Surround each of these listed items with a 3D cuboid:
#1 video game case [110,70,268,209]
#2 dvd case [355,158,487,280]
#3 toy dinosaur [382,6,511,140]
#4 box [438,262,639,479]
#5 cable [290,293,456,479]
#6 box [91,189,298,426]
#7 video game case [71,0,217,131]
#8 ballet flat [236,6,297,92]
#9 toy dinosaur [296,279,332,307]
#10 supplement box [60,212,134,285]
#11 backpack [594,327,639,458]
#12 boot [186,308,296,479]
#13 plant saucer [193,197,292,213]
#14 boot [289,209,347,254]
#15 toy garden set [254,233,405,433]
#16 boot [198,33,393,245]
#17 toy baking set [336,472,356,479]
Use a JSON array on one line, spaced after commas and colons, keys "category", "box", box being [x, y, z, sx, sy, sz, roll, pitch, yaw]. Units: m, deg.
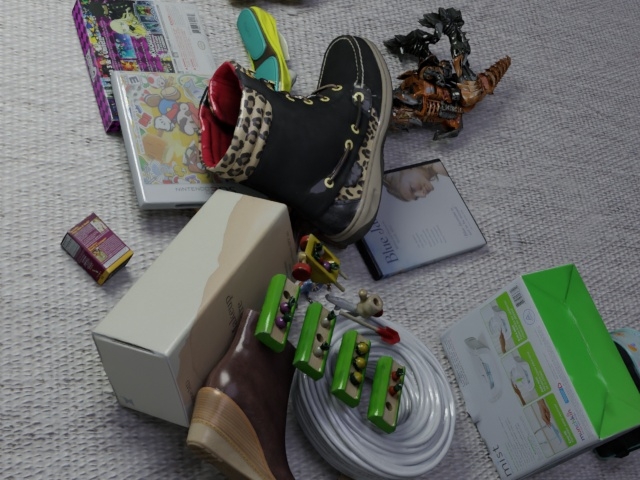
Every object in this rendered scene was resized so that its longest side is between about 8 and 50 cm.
[{"category": "video game case", "box": [-0.198, -0.154, 1.603, 0.206, 0.026, 0.227, -3, 65, -32]}, {"category": "dvd case", "box": [0.150, -0.041, 1.793, 0.253, 0.022, 0.180, -15, 71, -36]}, {"category": "toy dinosaur", "box": [0.223, -0.295, 1.943, 0.322, 0.164, 0.218, -20, 87, -56]}, {"category": "box", "box": [0.329, 0.206, 1.609, 0.126, 0.231, 0.262, -10, 67, -34]}, {"category": "cable", "box": [0.075, 0.228, 1.532, 0.257, 0.089, 0.257, 23, 49, -22]}, {"category": "box", "box": [-0.159, 0.084, 1.433, 0.121, 0.148, 0.311, 13, 46, 25]}, {"category": "video game case", "box": [-0.267, -0.280, 1.683, 0.210, 0.042, 0.232, -6, 65, -33]}, {"category": "ballet flat", "box": [-0.080, -0.296, 1.787, 0.077, 0.077, 0.231, 10, 55, -41]}, {"category": "toy dinosaur", "box": [-0.021, 0.073, 1.627, 0.082, 0.047, 0.090, -12, 35, -26]}, {"category": "supplement box", "box": [-0.312, 0.012, 1.477, 0.083, 0.043, 0.055, 46, 50, 1]}, {"category": "backpack", "box": [0.497, 0.238, 1.730, 0.144, 0.166, 0.188, -23, 78, -39]}, {"category": "boot", "box": [-0.060, 0.237, 1.401, 0.248, 0.090, 0.207, 49, 50, -33]}, {"category": "plant saucer", "box": [-0.135, -0.094, 1.650, 0.200, 0.037, 0.200, 15, 56, -23]}, {"category": "boot", "box": [0.000, 0.000, 1.675, 0.114, 0.037, 0.106, 21, 55, -24]}, {"category": "toy garden set", "box": [0.037, 0.115, 1.458, 0.244, 0.049, 0.204, 38, 40, -21]}, {"category": "boot", "box": [-0.037, -0.203, 1.636, 0.284, 0.138, 0.378, 23, 61, -33]}, {"category": "toy baking set", "box": [0.040, 0.453, 1.424, 0.196, 0.030, 0.256, -15, 69, -39]}]
